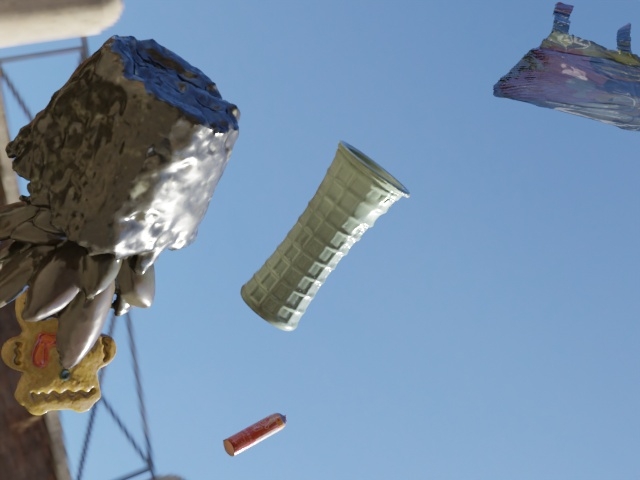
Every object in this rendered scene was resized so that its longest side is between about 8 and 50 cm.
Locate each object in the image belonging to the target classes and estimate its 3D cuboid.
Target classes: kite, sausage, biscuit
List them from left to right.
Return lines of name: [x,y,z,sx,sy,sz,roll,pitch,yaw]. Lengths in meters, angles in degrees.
biscuit: [-0.359,0.130,1.494,0.036,0.166,0.225,7,-87,55]
sausage: [-0.107,0.329,1.848,0.034,0.129,0.034,29,-50,40]
kite: [0.244,-0.144,0.863,0.204,0.360,0.022,12,-66,5]

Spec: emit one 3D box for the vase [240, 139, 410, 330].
vase: [0.000,0.000,1.726,0.299,0.143,0.143,-53,-126,11]

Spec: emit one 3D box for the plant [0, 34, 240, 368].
plant: [-0.218,-0.037,1.075,0.181,0.194,0.320,49,-67,23]
